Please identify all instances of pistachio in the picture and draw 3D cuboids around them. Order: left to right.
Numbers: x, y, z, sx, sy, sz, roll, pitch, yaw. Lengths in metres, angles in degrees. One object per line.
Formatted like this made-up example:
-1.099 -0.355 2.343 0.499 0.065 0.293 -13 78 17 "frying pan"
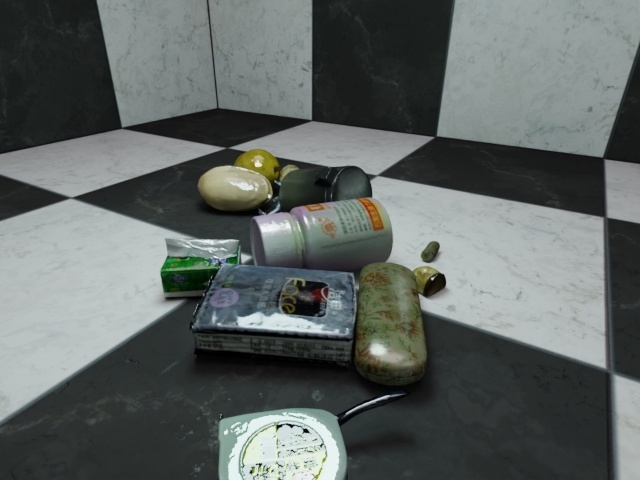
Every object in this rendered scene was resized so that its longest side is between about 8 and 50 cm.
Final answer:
-0.346 -0.209 1.700 0.300 0.187 0.187 3 27 4 "pistachio"

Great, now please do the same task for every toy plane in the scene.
-0.149 -0.127 1.679 0.182 0.107 0.273 38 46 -17 "toy plane"

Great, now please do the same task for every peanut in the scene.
-0.125 -0.265 1.877 0.129 0.129 0.224 -6 26 -14 "peanut"

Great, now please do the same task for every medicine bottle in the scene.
0.000 0.000 1.259 0.389 0.219 0.219 -10 29 -19 "medicine bottle"

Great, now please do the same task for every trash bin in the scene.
0.008 -0.165 1.524 0.302 0.252 0.202 8 66 48 "trash bin"

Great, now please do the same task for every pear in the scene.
-0.274 -0.302 1.852 0.209 0.208 0.208 1 27 0 "pear"

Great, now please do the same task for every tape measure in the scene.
0.008 0.356 0.683 0.352 0.097 0.215 -7 26 -8 "tape measure"

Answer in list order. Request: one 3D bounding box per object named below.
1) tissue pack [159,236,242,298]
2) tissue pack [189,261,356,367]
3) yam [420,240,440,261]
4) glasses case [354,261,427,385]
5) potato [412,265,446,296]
-0.331 0.065 1.193 0.209 0.156 0.148 -1 29 -6 "tissue pack"
-0.097 0.170 1.018 0.362 0.122 0.259 4 32 4 "tissue pack"
0.362 0.035 1.391 0.043 0.043 0.094 14 28 24 "yam"
0.167 0.180 1.036 0.157 0.097 0.425 1 27 7 "glasses case"
0.301 0.105 1.228 0.096 0.066 0.103 -17 30 -38 "potato"
